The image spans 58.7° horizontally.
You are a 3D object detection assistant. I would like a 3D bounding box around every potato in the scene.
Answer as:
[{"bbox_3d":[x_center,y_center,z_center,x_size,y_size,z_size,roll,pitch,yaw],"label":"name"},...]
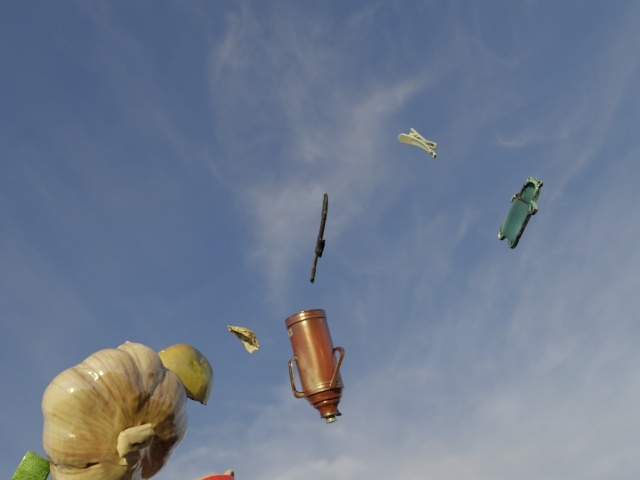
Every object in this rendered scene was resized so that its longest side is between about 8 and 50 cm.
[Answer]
[{"bbox_3d":[-0.343,0.316,1.405,0.202,0.182,0.117,42,-110,-39],"label":"potato"}]

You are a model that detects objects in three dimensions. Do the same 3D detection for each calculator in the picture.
[{"bbox_3d":[0.388,-0.055,1.101,0.019,0.094,0.141,16,-72,-13],"label":"calculator"}]

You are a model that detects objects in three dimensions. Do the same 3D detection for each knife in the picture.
[{"bbox_3d":[0.001,0.001,1.334,0.021,0.045,0.222,6,-76,-11],"label":"knife"}]

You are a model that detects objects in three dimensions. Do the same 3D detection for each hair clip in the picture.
[{"bbox_3d":[0.196,-0.192,1.136,0.039,0.115,0.030,-19,-60,-14],"label":"hair clip"}]

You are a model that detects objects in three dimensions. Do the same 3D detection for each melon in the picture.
[{"bbox_3d":[-0.628,0.536,1.215,0.064,0.118,0.209,25,-40,-10],"label":"melon"}]

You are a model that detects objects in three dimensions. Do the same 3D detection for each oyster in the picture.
[{"bbox_3d":[-0.189,0.239,1.420,0.093,0.034,0.051,50,-50,-5],"label":"oyster"}]

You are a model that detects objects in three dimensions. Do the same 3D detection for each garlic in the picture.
[{"bbox_3d":[-0.415,0.372,1.171,0.241,0.322,0.322,13,-45,20],"label":"garlic"}]

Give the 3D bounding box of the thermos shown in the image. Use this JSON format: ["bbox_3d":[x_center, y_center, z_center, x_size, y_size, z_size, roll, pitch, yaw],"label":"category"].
[{"bbox_3d":[-0.010,0.270,1.206,0.124,0.232,0.099,-2,-26,-27],"label":"thermos"}]

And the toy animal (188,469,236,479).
[{"bbox_3d":[-0.219,0.540,1.087,0.171,0.198,0.171,0,-83,-4],"label":"toy animal"}]
